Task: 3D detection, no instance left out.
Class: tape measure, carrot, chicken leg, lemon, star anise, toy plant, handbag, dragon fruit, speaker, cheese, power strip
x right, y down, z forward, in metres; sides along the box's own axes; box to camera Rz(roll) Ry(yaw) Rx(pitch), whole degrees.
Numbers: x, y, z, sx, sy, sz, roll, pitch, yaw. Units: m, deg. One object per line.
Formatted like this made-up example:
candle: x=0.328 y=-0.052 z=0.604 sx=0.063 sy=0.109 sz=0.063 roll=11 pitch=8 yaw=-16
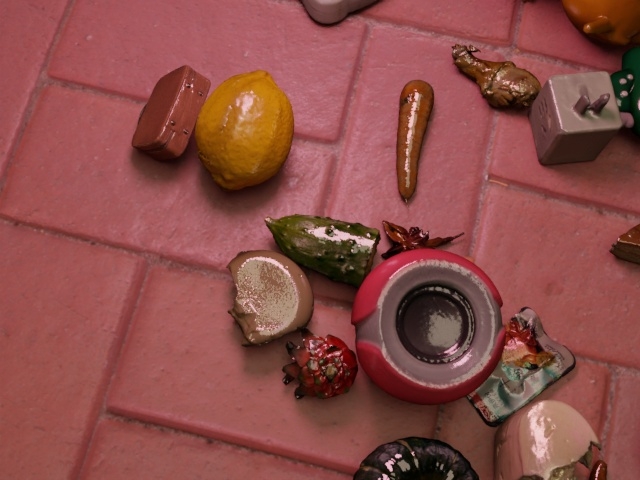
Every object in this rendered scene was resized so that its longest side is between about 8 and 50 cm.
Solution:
tape measure: x=0.023 y=-0.637 z=1.985 sx=0.246 sy=0.125 sz=0.243 roll=-29 pitch=75 yaw=-12
carrot: x=0.195 y=-0.206 z=1.877 sx=0.078 sy=0.078 sz=0.298 roll=8 pitch=75 yaw=0
chicken leg: x=0.379 y=-0.361 z=1.931 sx=0.227 sy=0.088 sz=0.103 roll=28 pitch=90 yaw=9
lemon: x=-0.155 y=-0.224 z=1.790 sx=0.204 sy=0.204 sz=0.260 roll=19 pitch=89 yaw=4
star anise: x=0.210 y=0.020 z=1.810 sx=0.140 sy=0.144 sz=0.158 roll=-29 pitch=59 yaw=34
toy plant: x=0.725 y=-0.305 z=1.909 sx=0.232 sy=0.112 sz=0.243 roll=31 pitch=60 yaw=-10
handbag: x=-0.318 y=-0.266 z=1.832 sx=0.072 sy=0.151 sz=0.194 roll=30 pitch=70 yaw=-35
dragon fruit: x=0.002 y=0.247 z=1.681 sx=0.142 sy=0.121 sz=0.130 roll=22 pitch=62 yaw=30
speaker: x=0.202 y=0.169 z=1.639 sx=0.294 sy=0.294 sz=0.295 roll=1 pitch=71 yaw=-3
cheese: x=-0.108 y=0.106 z=1.737 sx=0.175 sy=0.091 sz=0.203 roll=-24 pitch=72 yaw=-10
power strip: x=0.541 y=-0.269 z=1.831 sx=0.139 sy=0.224 sz=0.140 roll=-5 pitch=71 yaw=-4

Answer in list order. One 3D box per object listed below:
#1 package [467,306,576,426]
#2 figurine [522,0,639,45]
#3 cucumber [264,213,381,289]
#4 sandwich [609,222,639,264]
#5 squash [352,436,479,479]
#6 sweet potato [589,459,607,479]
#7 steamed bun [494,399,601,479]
package: x=0.385 y=0.247 z=1.742 sx=0.232 sy=0.040 sz=0.166 roll=-31 pitch=76 yaw=-12
figurine: x=0.576 y=-0.604 z=1.932 sx=0.400 sy=0.268 sz=0.387 roll=-18 pitch=59 yaw=-20
cucumber: x=-0.001 y=0.003 z=1.763 sx=0.244 sy=0.134 sz=0.134 roll=20 pitch=71 yaw=7
sandwich: x=0.729 y=-0.013 z=1.821 sx=0.258 sy=0.094 sz=0.096 roll=-25 pitch=73 yaw=-13
squash: x=0.177 y=0.483 z=1.580 sx=0.252 sy=0.165 sz=0.252 roll=2 pitch=71 yaw=-5
sweet potato: x=0.519 y=0.546 z=1.637 sx=0.057 sy=0.057 sz=0.265 roll=19 pitch=67 yaw=3
steamed bun: x=0.420 y=0.402 z=1.590 sx=0.170 sy=0.225 sz=0.200 roll=9 pitch=69 yaw=0
